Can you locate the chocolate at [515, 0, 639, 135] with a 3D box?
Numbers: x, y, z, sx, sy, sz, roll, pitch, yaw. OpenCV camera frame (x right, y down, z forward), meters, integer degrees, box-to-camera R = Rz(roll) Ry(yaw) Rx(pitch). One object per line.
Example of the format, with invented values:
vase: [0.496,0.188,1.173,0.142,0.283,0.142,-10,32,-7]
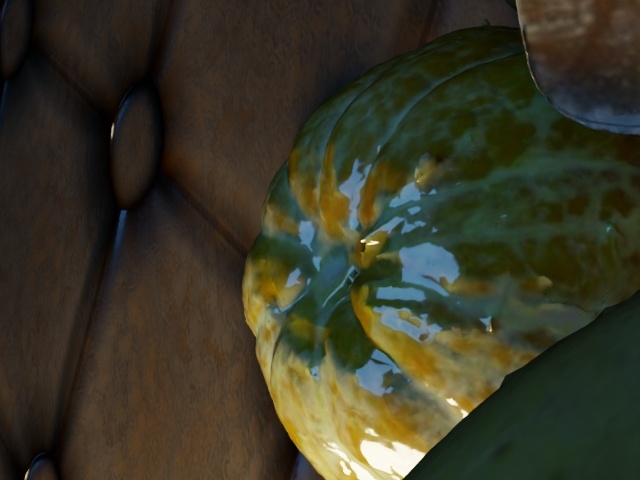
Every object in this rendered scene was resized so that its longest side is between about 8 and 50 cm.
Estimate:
chocolate: [0.232,-0.147,0.750,0.080,0.254,0.157,-67,-32,-61]

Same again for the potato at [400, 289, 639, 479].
potato: [0.239,0.169,0.387,0.319,0.442,0.385,-42,24,11]

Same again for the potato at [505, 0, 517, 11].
potato: [0.196,-0.218,0.873,0.251,0.159,0.174,1,121,46]

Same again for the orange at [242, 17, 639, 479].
orange: [0.093,0.024,0.911,0.329,0.249,0.329,-12,74,49]
